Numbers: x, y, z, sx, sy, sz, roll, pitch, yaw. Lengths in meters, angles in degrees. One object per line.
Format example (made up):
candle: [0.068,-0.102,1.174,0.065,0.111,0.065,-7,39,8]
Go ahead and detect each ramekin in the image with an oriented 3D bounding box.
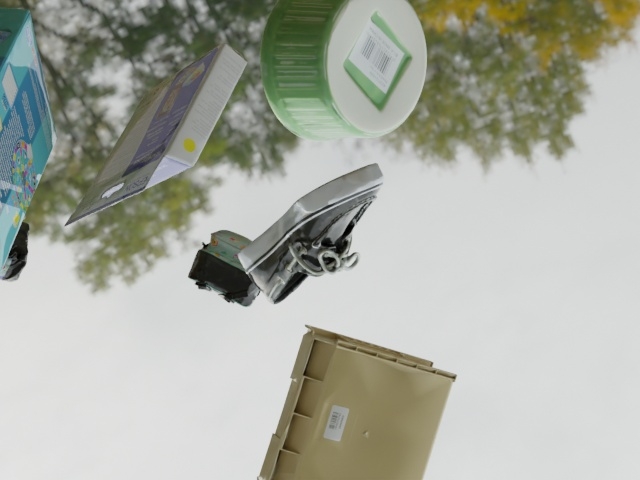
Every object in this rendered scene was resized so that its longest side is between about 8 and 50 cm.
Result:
ramekin: [0.052,-0.324,2.108,0.148,0.303,0.303,10,-139,46]

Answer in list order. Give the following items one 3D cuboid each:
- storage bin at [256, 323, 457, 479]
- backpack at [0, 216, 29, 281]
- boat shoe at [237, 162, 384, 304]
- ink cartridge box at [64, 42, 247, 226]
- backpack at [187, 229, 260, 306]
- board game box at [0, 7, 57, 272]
storage bin: [0.053,0.297,1.891,0.123,0.260,0.262,15,-93,70]
backpack: [-0.615,0.003,2.081,0.115,0.182,0.152,-62,-154,22]
boat shoe: [-0.003,0.001,1.556,0.113,0.105,0.306,-21,169,-45]
ink cartridge box: [-0.276,-0.158,1.972,0.303,0.072,0.307,-17,-136,53]
backpack: [-0.198,0.058,2.633,0.188,0.165,0.144,-43,156,-89]
board game box: [-0.486,-0.137,1.711,0.079,0.254,0.336,5,-134,6]
